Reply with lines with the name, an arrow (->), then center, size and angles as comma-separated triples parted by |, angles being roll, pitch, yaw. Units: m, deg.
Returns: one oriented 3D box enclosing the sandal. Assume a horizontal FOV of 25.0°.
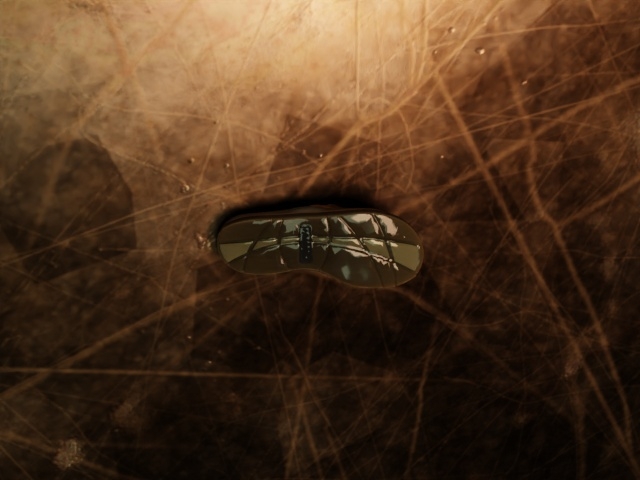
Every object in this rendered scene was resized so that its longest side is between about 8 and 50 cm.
sandal -> 0.000, 0.000, 1.536 | 0.219, 0.060, 0.090 | 0, 115, -3
